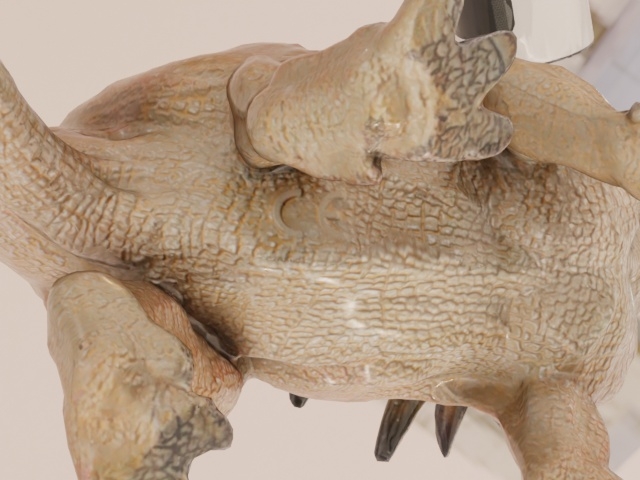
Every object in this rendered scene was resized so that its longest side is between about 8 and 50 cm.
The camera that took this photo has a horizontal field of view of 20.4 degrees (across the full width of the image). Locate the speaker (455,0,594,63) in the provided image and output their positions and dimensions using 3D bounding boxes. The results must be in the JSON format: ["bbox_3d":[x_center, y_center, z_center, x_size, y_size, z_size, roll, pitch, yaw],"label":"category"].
[{"bbox_3d":[0.066,-0.136,0.664,0.055,0.055,0.136,-27,-66,-37],"label":"speaker"}]

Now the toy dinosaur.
[{"bbox_3d":[0.000,0.000,0.437,0.295,0.127,0.200,17,-174,-27],"label":"toy dinosaur"}]
